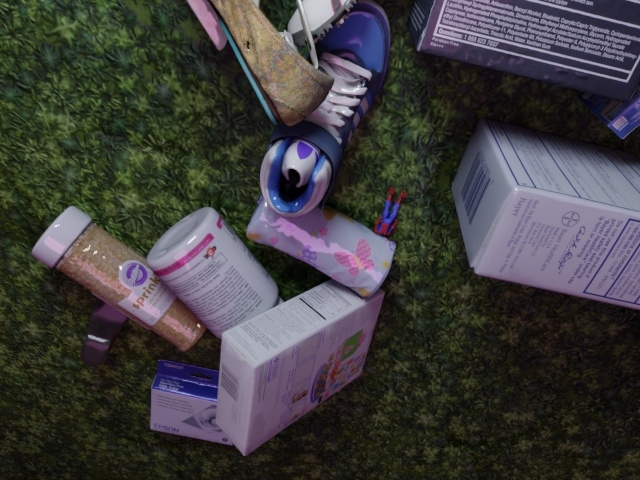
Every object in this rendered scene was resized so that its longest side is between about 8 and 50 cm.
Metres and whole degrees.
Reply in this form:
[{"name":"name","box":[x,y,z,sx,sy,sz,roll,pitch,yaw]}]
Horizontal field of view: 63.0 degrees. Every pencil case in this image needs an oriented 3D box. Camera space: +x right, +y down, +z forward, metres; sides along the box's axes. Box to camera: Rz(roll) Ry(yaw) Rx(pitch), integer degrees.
[{"name":"pencil case","box":[0.000,0.000,0.954,0.273,0.113,0.124,26,105,-7]}]

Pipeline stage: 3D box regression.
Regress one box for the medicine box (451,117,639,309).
[{"name":"medicine box","box":[0.378,-0.049,0.811,0.289,0.263,0.149,13,123,-2]}]

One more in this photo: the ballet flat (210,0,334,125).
[{"name":"ballet flat","box":[-0.096,-0.308,0.633,0.123,0.123,0.349,-26,114,20]}]

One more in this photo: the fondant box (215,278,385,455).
[{"name":"fondant box","box":[-0.036,0.222,0.998,0.096,0.330,0.238,36,130,33]}]

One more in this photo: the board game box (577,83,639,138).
[{"name":"board game box","box":[0.482,-0.252,0.748,0.035,0.136,0.201,35,120,-15]}]

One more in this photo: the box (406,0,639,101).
[{"name":"box","box":[0.298,-0.372,0.661,0.296,0.183,0.294,12,124,-4]}]

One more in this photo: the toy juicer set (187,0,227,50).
[{"name":"toy juicer set","box":[-0.153,-0.424,0.687,0.209,0.089,0.329,41,137,-11]}]

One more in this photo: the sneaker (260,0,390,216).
[{"name":"sneaker","box":[0.008,-0.181,0.778,0.130,0.236,0.323,24,122,-10]}]

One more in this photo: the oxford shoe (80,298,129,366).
[{"name":"oxford shoe","box":[-0.464,0.172,1.152,0.076,0.076,0.212,29,104,-11]}]

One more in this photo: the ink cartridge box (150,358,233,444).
[{"name":"ink cartridge box","box":[-0.307,0.406,1.294,0.223,0.045,0.224,12,122,-2]}]

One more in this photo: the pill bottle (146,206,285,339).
[{"name":"pill bottle","box":[-0.184,0.089,1.013,0.160,0.160,0.283,-27,116,21]}]

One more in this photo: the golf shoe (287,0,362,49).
[{"name":"golf shoe","box":[0.034,-0.376,0.676,0.120,0.105,0.273,38,114,-18]}]

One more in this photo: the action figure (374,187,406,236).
[{"name":"action figure","box":[0.126,-0.041,0.981,0.038,0.030,0.115,12,125,-7]}]

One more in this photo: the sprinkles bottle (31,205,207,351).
[{"name":"sprinkles bottle","box":[-0.386,0.082,1.052,0.355,0.121,0.121,39,118,-19]}]
